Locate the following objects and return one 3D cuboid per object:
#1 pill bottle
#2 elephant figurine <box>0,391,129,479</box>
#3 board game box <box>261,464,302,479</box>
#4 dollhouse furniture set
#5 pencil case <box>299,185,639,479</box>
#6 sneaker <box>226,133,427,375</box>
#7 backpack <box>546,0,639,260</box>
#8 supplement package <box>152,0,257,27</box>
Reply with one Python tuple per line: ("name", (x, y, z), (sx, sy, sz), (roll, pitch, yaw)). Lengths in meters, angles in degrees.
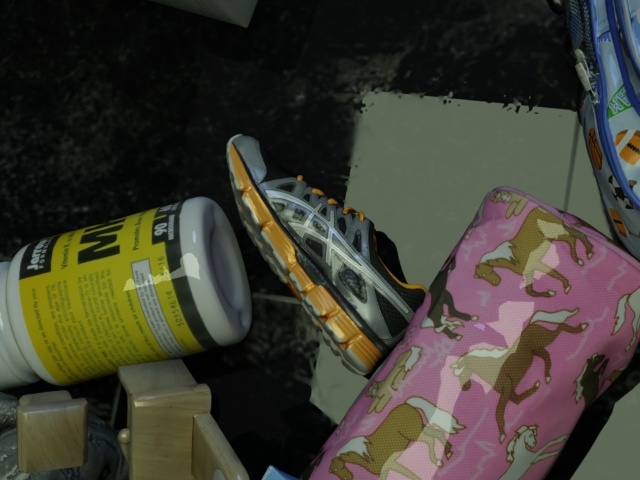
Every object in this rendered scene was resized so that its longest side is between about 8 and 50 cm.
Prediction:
("pill bottle", (-0.169, 0.046, 1.073), (0.209, 0.119, 0.119), (-15, 75, 11))
("elephant figurine", (-0.224, 0.188, 1.026), (0.169, 0.186, 0.239), (33, 99, 0))
("board game box", (0.017, 0.242, 0.834), (0.039, 0.211, 0.160), (30, 92, 57))
("dollhouse furniture set", (-0.232, 0.257, 0.854), (0.356, 0.174, 0.303), (-5, 115, -22))
("pencil case", (0.088, 0.148, 0.959), (0.160, 0.167, 0.386), (33, 88, -3))
("sneaker", (0.000, 0.000, 1.067), (0.083, 0.084, 0.215), (-34, 75, -8))
("backpack", (0.296, -0.105, 0.930), (0.277, 0.213, 0.263), (-7, 74, 13))
("supplement package", (-0.164, -0.286, 1.133), (0.244, 0.134, 0.139), (17, 83, 17))
